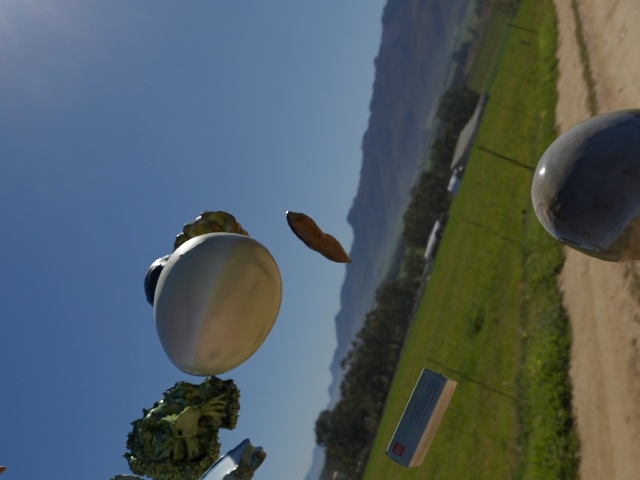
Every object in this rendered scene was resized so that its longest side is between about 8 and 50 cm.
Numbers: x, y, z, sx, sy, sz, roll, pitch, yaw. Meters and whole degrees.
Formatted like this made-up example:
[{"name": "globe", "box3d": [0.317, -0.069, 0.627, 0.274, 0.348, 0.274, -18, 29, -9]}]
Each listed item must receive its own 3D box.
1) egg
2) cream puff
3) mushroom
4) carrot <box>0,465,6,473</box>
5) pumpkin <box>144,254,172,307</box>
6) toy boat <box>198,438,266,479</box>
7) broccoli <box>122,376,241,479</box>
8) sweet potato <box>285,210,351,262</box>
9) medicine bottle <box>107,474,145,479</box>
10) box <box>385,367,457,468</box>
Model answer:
[{"name": "egg", "box3d": [-0.234, 0.143, 1.503, 0.283, 0.282, 0.345, 100, -179, -51]}, {"name": "cream puff", "box3d": [-0.302, 0.036, 1.819, 0.244, 0.196, 0.244, 4, -90, -79]}, {"name": "mushroom", "box3d": [0.623, -0.095, 1.353, 0.295, 0.362, 0.362, 59, -139, -38]}, {"name": "carrot", "box3d": [-0.793, 0.566, 1.545, 0.142, 0.035, 0.035, -38, -32, -58]}, {"name": "pumpkin", "box3d": [-0.438, 0.127, 2.205, 0.300, 0.300, 0.208, -51, -47, -70]}, {"name": "toy boat", "box3d": [-0.204, 0.547, 1.477, 0.238, 0.109, 0.098, -43, -67, -35]}, {"name": "broccoli", "box3d": [-0.370, 0.557, 1.902, 0.375, 0.249, 0.302, -32, 15, -25]}, {"name": "sweet potato", "box3d": [-0.001, 0.002, 1.522, 0.051, 0.218, 0.065, -30, 37, 30]}, {"name": "medicine bottle", "box3d": [-0.437, 0.625, 1.498, 0.147, 0.147, 0.143, -64, -19, -44]}, {"name": "box", "box3d": [0.281, 0.493, 1.838, 0.270, 0.079, 0.135, -65, -27, -4]}]
